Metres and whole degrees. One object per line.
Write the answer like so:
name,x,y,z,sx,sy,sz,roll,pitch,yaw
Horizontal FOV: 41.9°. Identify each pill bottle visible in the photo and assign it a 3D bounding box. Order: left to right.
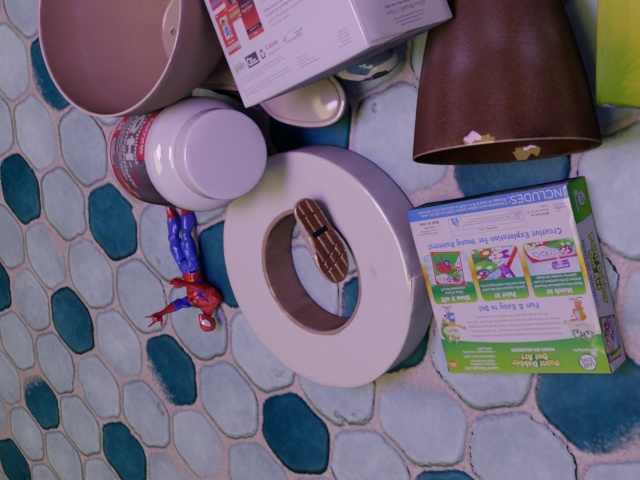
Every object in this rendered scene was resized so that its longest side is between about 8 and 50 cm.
pill bottle,-0.210,-0.136,1.316,0.318,0.176,0.176,10,114,60

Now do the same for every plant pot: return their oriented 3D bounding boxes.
plant pot,-0.244,-0.320,1.217,0.284,0.191,0.284,4,98,33
plant pot,0.207,-0.215,0.972,0.215,0.215,0.231,-5,87,43

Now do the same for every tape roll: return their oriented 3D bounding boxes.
tape roll,0.004,0.042,1.322,0.392,0.072,0.392,16,115,37

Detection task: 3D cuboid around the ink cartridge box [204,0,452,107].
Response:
ink cartridge box,-0.025,-0.332,0.994,0.309,0.130,0.272,-6,107,60

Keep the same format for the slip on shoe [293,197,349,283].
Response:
slip on shoe,0.000,0.000,1.235,0.135,0.051,0.041,59,174,-3

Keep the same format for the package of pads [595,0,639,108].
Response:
package of pads,0.377,-0.268,0.799,0.229,0.101,0.297,29,128,61

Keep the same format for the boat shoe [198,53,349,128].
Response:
boat shoe,-0.080,-0.252,1.289,0.335,0.095,0.112,21,107,30

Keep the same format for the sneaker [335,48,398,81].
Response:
sneaker,0.018,-0.293,1.161,0.211,0.080,0.081,35,157,25

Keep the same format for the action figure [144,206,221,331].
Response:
action figure,-0.272,0.049,1.534,0.091,0.139,0.281,-14,99,45

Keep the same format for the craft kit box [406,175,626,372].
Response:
craft kit box,0.255,0.055,1.114,0.249,0.061,0.247,-8,98,44
